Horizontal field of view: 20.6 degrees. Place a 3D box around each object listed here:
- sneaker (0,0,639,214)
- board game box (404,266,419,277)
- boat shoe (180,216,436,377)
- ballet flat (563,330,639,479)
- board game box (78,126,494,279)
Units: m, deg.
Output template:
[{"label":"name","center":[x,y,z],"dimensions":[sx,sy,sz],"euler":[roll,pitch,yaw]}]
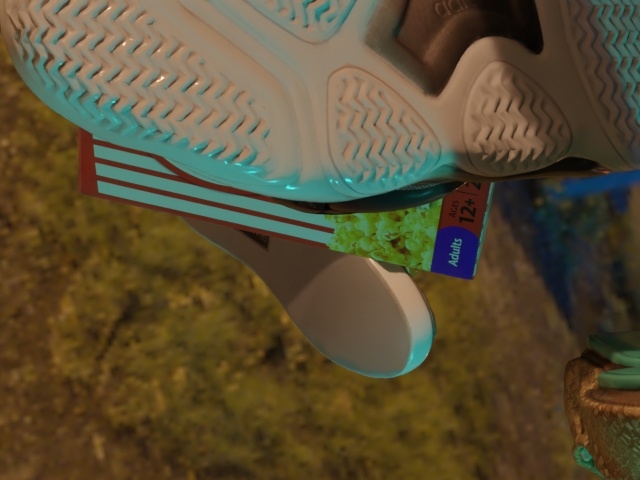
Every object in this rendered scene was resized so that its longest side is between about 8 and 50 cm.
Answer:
[{"label":"sneaker","center":[-0.005,-0.054,0.609],"dimensions":[0.268,0.153,0.101],"euler":[0,83,-36]},{"label":"board game box","center":[0.025,-0.251,1.135],"dimensions":[0.356,0.356,0.356],"euler":[39,-8,13]},{"label":"boat shoe","center":[0.000,0.000,1.034],"dimensions":[0.076,0.228,0.080],"euler":[-15,125,-38]},{"label":"ballet flat","center":[0.118,0.067,0.576],"dimensions":[0.206,0.073,0.067],"euler":[3,85,-84]},{"label":"board game box","center":[-0.012,-0.068,0.791],"dimensions":[0.045,0.193,0.147],"euler":[-70,169,-47]}]
